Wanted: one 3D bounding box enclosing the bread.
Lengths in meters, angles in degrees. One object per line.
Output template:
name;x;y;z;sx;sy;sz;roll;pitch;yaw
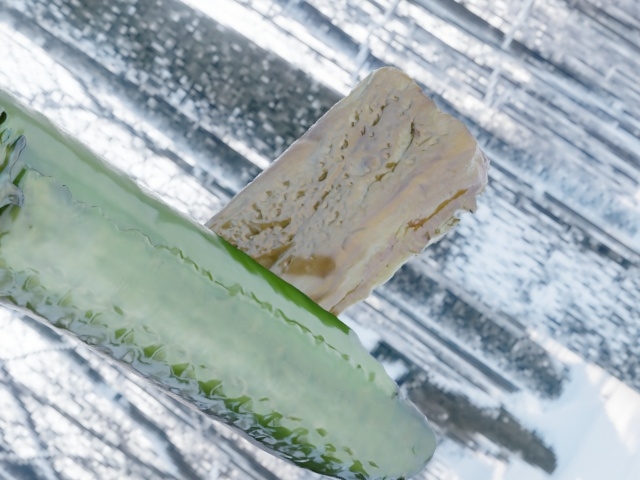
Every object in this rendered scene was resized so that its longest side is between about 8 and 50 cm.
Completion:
bread;0.000;-0.001;0.863;0.271;0.139;0.077;-44;-25;-1

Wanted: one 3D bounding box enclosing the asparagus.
asparagus;-0.096;0.040;0.719;0.128;0.382;0.108;-21;40;53
